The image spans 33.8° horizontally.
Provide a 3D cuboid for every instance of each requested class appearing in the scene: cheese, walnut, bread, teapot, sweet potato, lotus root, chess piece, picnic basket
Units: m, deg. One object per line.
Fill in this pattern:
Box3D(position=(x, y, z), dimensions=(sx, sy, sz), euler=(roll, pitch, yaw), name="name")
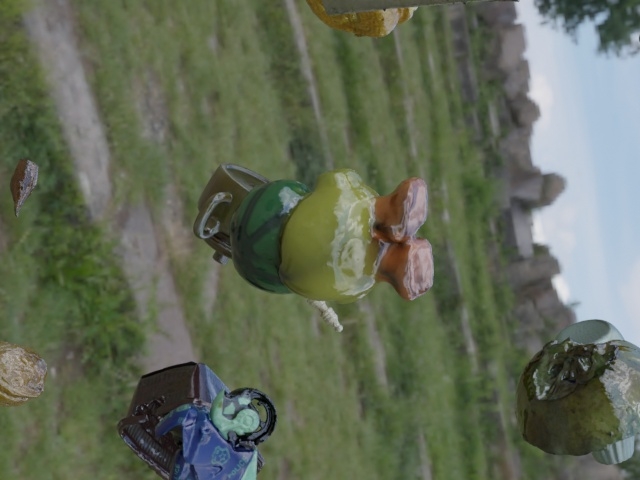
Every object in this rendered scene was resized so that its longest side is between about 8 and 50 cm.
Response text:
Box3D(position=(0.151, -0.424, 1.745), dimensions=(0.034, 0.400, 0.085), euler=(-36, 121, -42), name="cheese")
Box3D(position=(-0.470, 0.203, 1.598), dimensions=(0.124, 0.105, 0.105), euler=(38, 38, -55), name="walnut")
Box3D(position=(0.065, -0.471, 1.962), dimensions=(0.120, 0.236, 0.198), euler=(-62, 145, -15), name="bread")
Box3D(position=(-0.159, -0.033, 2.016), dimensions=(0.175, 0.185, 0.267), euler=(-61, 155, 12), name="teapot")
Box3D(position=(-0.561, -0.099, 1.990), dimensions=(0.049, 0.049, 0.117), euler=(64, 34, -73), name="sweet potato")
Box3D(position=(0.315, 0.170, 1.289), dimensions=(0.204, 0.183, 0.078), euler=(-90, 155, -67), name="lotus root")
Box3D(position=(0.013, 0.148, 2.148), dimensions=(0.092, 0.035, 0.035), euler=(51, 5, 2), name="chess piece")
Box3D(position=(-0.248, 0.358, 2.052), dimensions=(0.297, 0.222, 0.129), euler=(58, 21, -44), name="picnic basket")

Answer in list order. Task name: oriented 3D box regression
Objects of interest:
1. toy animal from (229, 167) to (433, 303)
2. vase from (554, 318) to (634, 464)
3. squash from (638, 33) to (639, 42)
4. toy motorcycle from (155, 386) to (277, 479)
Box3D(position=(-0.003, 0.001, 1.641), dimensions=(0.191, 0.338, 0.216), euler=(-32, 119, -51), name="toy animal")
Box3D(position=(0.467, 0.260, 1.766), dimensions=(0.128, 0.128, 0.248), euler=(-88, 161, -69), name="vase")
Box3D(position=(0.445, -0.251, 1.322), dimensions=(0.027, 0.089, 0.027), euler=(8, 90, -67), name="squash")
Box3D(position=(-0.187, 0.394, 1.726), dimensions=(0.125, 0.196, 0.331), euler=(-123, -135, -81), name="toy motorcycle")
